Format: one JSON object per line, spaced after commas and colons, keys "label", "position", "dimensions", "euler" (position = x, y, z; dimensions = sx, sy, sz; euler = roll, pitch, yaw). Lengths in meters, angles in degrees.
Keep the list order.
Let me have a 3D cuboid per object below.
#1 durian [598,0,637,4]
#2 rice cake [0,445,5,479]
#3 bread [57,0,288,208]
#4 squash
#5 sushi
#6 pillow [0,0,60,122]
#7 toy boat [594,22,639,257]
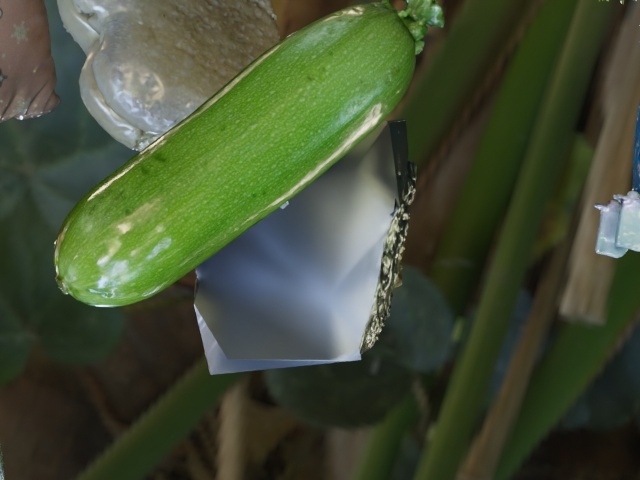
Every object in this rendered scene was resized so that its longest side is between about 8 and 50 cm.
{"label": "durian", "position": [0.141, -0.191, 0.905], "dimensions": [0.146, 0.159, 0.198], "euler": [-9, -158, 17]}
{"label": "rice cake", "position": [-0.255, 0.211, 1.434], "dimensions": [0.033, 0.207, 0.033], "euler": [-7, -162, -2]}
{"label": "bread", "position": [-0.130, -0.170, 1.602], "dimensions": [0.183, 0.337, 0.102], "euler": [-2, 149, -30]}
{"label": "squash", "position": [-0.041, -0.076, 1.348], "dimensions": [0.101, 0.378, 0.101], "euler": [38, 152, 25]}
{"label": "sushi", "position": [0.000, 0.001, 1.877], "dimensions": [0.215, 0.227, 0.212], "euler": [-6, -176, 16]}
{"label": "pillow", "position": [-0.332, -0.187, 1.552], "dimensions": [0.236, 0.223, 0.084], "euler": [-20, -159, -30]}
{"label": "toy boat", "position": [0.308, -0.130, 1.607], "dimensions": [0.092, 0.299, 0.134], "euler": [12, 172, -10]}
